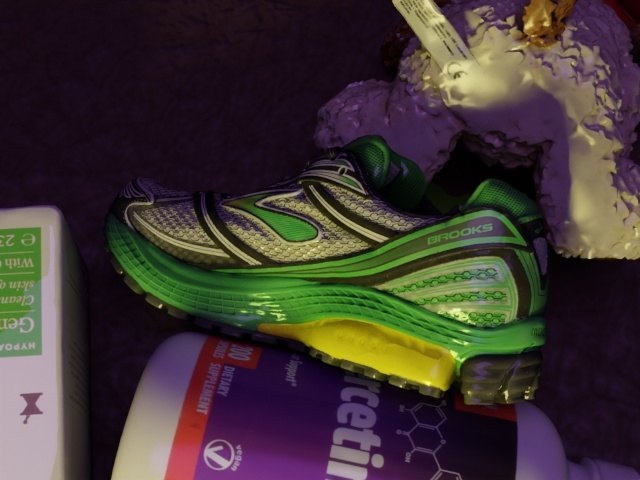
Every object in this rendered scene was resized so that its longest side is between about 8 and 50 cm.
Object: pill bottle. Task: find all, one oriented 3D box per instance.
[{"bbox_3d":[0.034,0.174,0.750,0.323,0.181,0.181,11,72,0],"label":"pill bottle"}]

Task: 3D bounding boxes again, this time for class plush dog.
[{"bbox_3d":[0.148,-0.131,0.846,0.262,0.210,0.225,16,28,6],"label":"plush dog"}]

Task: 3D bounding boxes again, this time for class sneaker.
[{"bbox_3d":[0.000,0.000,0.774,0.344,0.134,0.146,12,91,32],"label":"sneaker"}]

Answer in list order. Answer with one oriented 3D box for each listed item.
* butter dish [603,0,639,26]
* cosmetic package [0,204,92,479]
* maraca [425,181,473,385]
[{"bbox_3d":[0.318,-0.219,0.921,0.160,0.118,0.160,-36,79,-13],"label":"butter dish"},{"bbox_3d":[-0.248,0.176,0.751,0.197,0.155,0.365,-4,72,-5],"label":"cosmetic package"},{"bbox_3d":[0.089,0.029,0.846,0.127,0.099,0.185,-11,51,-11],"label":"maraca"}]
